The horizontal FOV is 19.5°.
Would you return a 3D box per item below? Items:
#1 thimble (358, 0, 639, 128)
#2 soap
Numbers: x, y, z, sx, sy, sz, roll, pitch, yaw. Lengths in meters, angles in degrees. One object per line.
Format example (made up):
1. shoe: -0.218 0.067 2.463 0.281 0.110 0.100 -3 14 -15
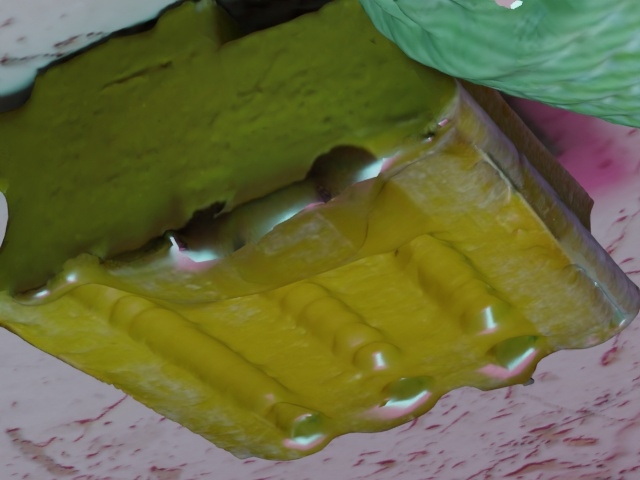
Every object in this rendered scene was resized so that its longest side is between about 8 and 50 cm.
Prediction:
1. thimble: 0.098 -0.153 0.684 0.150 0.219 0.219 14 140 -32
2. soap: 0.000 0.000 0.952 0.259 0.143 0.281 -19 148 18
